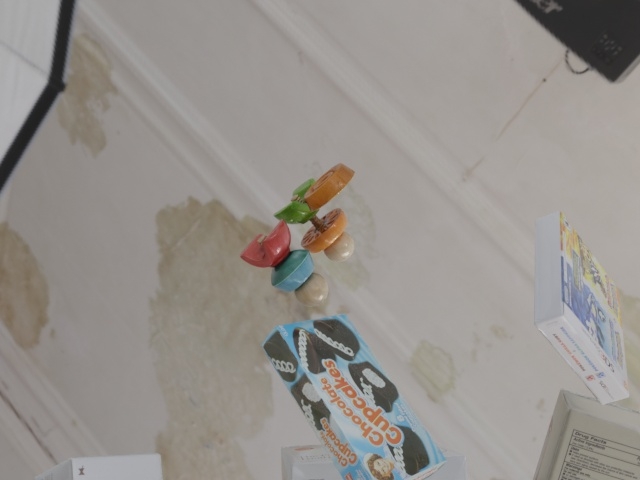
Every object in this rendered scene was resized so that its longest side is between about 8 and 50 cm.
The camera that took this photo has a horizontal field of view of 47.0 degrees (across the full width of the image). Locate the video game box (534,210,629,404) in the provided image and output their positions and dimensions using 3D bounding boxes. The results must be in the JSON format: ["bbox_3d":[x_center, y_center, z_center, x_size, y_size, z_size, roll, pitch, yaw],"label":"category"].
[{"bbox_3d":[0.362,0.091,1.023,0.048,0.205,0.187,-23,-57,33],"label":"video game box"}]

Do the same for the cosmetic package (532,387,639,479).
[{"bbox_3d":[0.405,0.399,1.131,0.153,0.129,0.296,17,-83,10],"label":"cosmetic package"}]

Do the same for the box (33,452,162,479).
[{"bbox_3d":[-0.217,0.271,0.729,0.087,0.101,0.102,-34,-122,37],"label":"box"}]

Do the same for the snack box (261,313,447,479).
[{"bbox_3d":[0.055,0.274,1.247,0.322,0.187,0.060,54,-55,25],"label":"snack box"}]

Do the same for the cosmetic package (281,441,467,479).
[{"bbox_3d":[0.108,0.521,1.671,0.284,0.377,0.097,130,-41,-77],"label":"cosmetic package"}]

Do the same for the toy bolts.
[{"bbox_3d":[0.000,0.000,1.290,0.158,0.228,0.218,47,-36,-12],"label":"toy bolts"}]
